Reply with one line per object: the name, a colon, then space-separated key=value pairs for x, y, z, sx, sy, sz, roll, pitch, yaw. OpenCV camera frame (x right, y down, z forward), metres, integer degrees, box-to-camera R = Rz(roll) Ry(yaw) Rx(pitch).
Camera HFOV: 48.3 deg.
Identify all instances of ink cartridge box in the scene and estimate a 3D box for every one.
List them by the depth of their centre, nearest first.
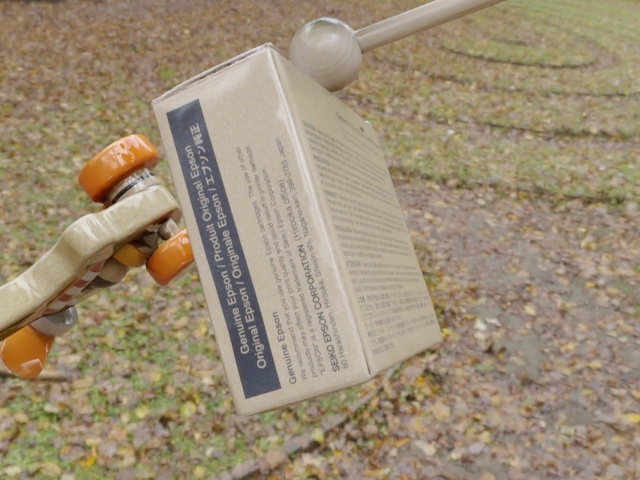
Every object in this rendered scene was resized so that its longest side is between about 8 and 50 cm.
ink cartridge box: x=0.000 y=0.000 z=0.494 sx=0.088 sy=0.193 sz=0.234 roll=-21 pitch=-10 yaw=17

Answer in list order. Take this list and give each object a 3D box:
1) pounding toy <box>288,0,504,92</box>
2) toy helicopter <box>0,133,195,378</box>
pounding toy: x=0.009 y=-0.241 z=0.485 sx=0.183 sy=0.237 sz=0.110 roll=-27 pitch=25 yaw=5
toy helicopter: x=-0.278 y=0.054 z=0.691 sx=0.140 sy=0.235 sz=0.355 roll=52 pitch=43 yaw=0
